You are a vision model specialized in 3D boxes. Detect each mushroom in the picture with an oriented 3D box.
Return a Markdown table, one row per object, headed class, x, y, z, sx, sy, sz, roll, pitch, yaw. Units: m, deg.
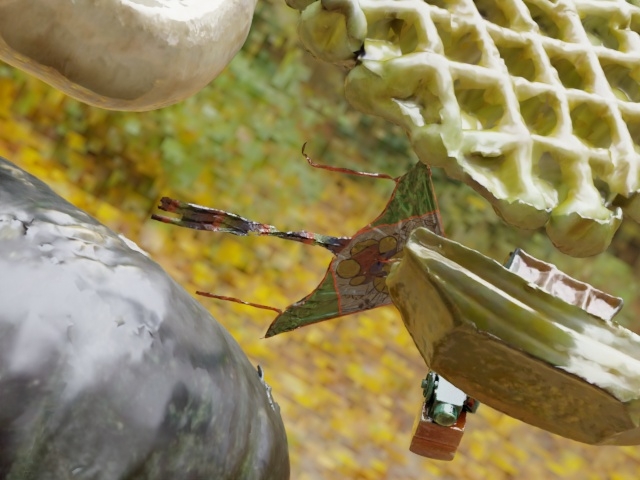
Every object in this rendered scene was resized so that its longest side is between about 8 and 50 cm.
| class | x | y | z | sx | sy | sz | roll | pitch | yaw |
| --- | --- | --- | --- | --- | --- | --- | --- | --- | --- |
| mushroom | -0.155 | -0.232 | 1.478 | 0.260 | 0.234 | 0.254 | -24 | 76 | -38 |

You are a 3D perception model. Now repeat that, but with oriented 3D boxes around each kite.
| class | x | y | z | sx | sy | sz | roll | pitch | yaw |
| --- | --- | --- | --- | --- | --- | --- | --- | --- | --- |
| kite | 0.000 | 0.000 | 1.290 | 0.244 | 0.198 | 0.006 | 16 | 37 | -32 |

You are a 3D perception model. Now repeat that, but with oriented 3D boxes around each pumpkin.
| class | x | y | z | sx | sy | sz | roll | pitch | yaw |
| --- | --- | --- | --- | --- | --- | --- | --- | --- | --- |
| pumpkin | -0.240 | 0.139 | 1.390 | 0.454 | 0.344 | 0.454 | 34 | -12 | 8 |

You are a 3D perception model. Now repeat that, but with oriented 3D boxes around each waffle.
| class | x | y | z | sx | sy | sz | roll | pitch | yaw |
| --- | --- | --- | --- | --- | --- | --- | --- | --- | --- |
| waffle | 0.076 | -0.081 | 0.766 | 0.183 | 0.036 | 0.169 | 41 | 46 | 3 |

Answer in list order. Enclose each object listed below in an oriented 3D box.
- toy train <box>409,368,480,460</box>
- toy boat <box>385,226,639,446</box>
| class | x | y | z | sx | sy | sz | roll | pitch | yaw |
| --- | --- | --- | --- | --- | --- | --- | --- | --- | --- |
| toy train | 0.085 | 0.088 | 1.255 | 0.044 | 0.064 | 0.103 | 12 | 49 | 0 |
| toy boat | 0.110 | 0.047 | 0.847 | 0.172 | 0.066 | 0.065 | 26 | -38 | 4 |
